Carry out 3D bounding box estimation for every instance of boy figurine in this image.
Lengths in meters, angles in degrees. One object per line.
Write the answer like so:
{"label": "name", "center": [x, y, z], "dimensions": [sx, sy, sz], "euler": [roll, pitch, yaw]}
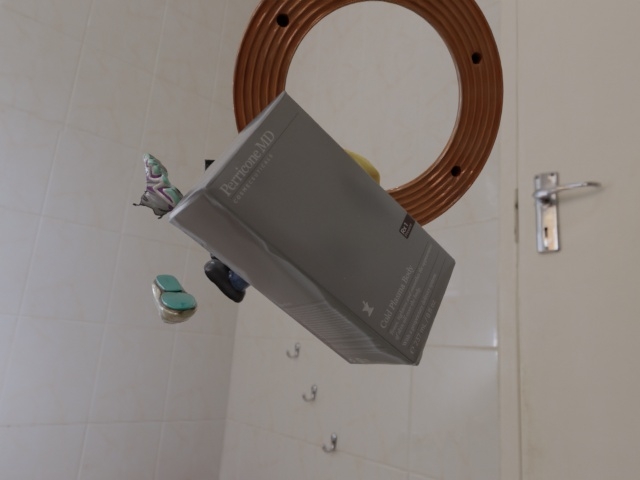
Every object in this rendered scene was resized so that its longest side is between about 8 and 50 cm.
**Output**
{"label": "boy figurine", "center": [-0.039, -0.020, 0.693], "dimensions": [0.285, 0.177, 0.092], "euler": [-37, -68, 20]}

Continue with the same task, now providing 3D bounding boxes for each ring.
{"label": "ring", "center": [0.063, -0.168, 0.573], "dimensions": [0.337, 0.336, 0.032], "euler": [8, 11, -15]}

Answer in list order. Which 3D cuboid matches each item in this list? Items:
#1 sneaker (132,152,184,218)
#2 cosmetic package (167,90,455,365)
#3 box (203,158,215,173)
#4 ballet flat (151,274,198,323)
{"label": "sneaker", "center": [-0.257, -0.077, 0.715], "dimensions": [0.069, 0.098, 0.038], "euler": [-35, -11, 6]}
{"label": "cosmetic package", "center": [0.000, 0.000, 0.438], "dimensions": [0.238, 0.127, 0.107], "euler": [41, -31, -21]}
{"label": "box", "center": [-0.204, -0.108, 0.876], "dimensions": [0.018, 0.083, 0.067], "euler": [-1, 10, -16]}
{"label": "ballet flat", "center": [-0.218, 0.097, 0.709], "dimensions": [0.057, 0.052, 0.168], "euler": [5, 10, -25]}
